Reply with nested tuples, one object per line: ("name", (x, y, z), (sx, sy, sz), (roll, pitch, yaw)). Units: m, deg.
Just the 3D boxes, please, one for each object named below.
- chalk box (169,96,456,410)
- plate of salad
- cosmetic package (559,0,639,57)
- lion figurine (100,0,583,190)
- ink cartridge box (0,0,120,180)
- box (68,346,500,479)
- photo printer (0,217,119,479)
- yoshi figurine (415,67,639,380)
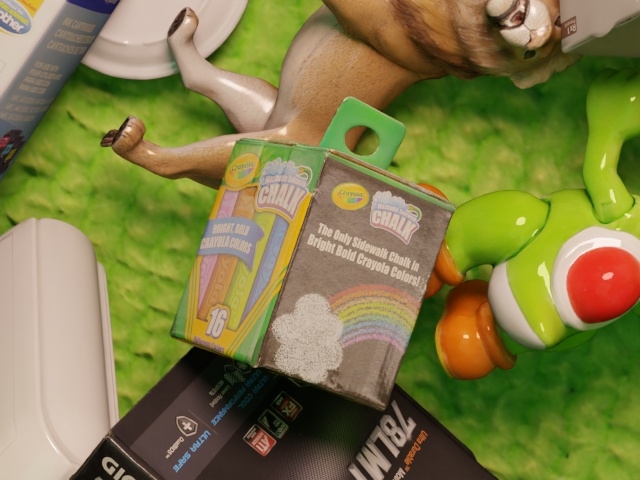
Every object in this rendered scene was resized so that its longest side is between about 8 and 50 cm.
("chalk box", (0.000, 0.000, 1.039), (0.132, 0.132, 0.213), (23, 84, -34))
("plate of salad", (-0.153, -0.237, 1.168), (0.200, 0.048, 0.199), (1, 97, 6))
("cosmetic package", (0.298, -0.185, 0.974), (0.238, 0.127, 0.107), (4, 82, -21))
("lion figurine", (0.016, -0.134, 1.109), (0.240, 0.142, 0.392), (32, 131, -24))
("ink cartridge box", (-0.331, -0.190, 1.093), (0.270, 0.151, 0.395), (36, 99, 0))
("box", (-0.005, 0.196, 1.096), (0.293, 0.295, 0.073), (40, 122, 3))
("photo printer", (-0.283, 0.156, 1.151), (0.256, 0.307, 0.107), (-38, 127, 17))
("yoshi figurine", (0.243, -0.025, 1.068), (0.362, 0.204, 0.203), (-18, 75, 30))
